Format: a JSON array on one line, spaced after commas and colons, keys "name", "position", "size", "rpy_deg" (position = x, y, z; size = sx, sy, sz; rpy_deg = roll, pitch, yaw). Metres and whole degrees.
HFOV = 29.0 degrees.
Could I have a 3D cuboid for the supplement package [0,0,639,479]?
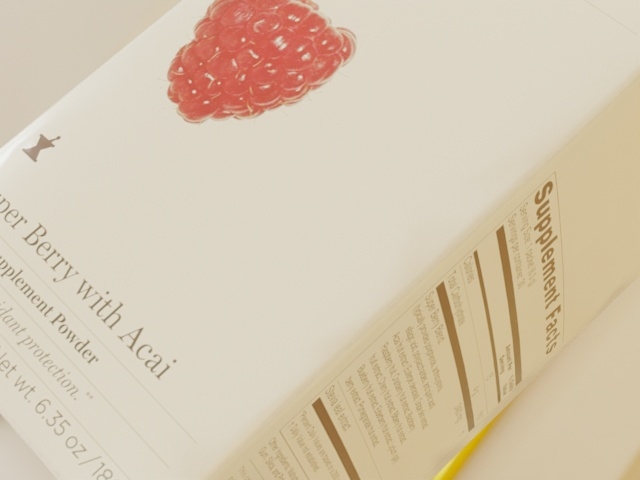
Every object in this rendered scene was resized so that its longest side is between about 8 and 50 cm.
[{"name": "supplement package", "position": [0.000, 0.000, 0.540], "size": [0.177, 0.293, 0.175], "rpy_deg": [40, -15, 29]}]
